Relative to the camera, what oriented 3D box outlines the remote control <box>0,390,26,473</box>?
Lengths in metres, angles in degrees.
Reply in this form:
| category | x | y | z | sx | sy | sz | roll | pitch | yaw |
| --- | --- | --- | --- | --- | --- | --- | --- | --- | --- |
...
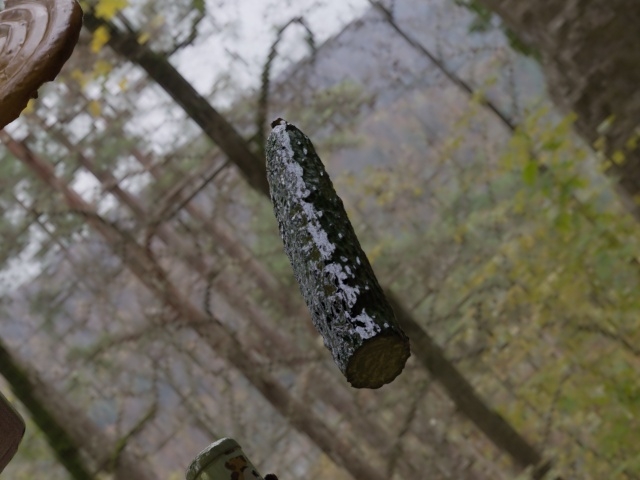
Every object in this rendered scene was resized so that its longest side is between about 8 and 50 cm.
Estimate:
| category | x | y | z | sx | sy | sz | roll | pitch | yaw |
| --- | --- | --- | --- | --- | --- | --- | --- | --- | --- |
| remote control | -0.179 | 0.059 | 0.566 | 0.067 | 0.029 | 0.261 | -53 | -18 | -18 |

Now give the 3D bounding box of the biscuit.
| category | x | y | z | sx | sy | sz | roll | pitch | yaw |
| --- | --- | --- | --- | --- | --- | --- | --- | --- | --- |
| biscuit | -0.298 | -0.175 | 1.342 | 0.144 | 0.033 | 0.224 | -8 | 48 | 37 |

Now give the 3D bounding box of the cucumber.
| category | x | y | z | sx | sy | sz | roll | pitch | yaw |
| --- | --- | --- | --- | --- | --- | --- | --- | --- | --- |
| cucumber | 0.000 | 0.000 | 1.171 | 0.067 | 0.293 | 0.068 | -13 | -44 | -12 |

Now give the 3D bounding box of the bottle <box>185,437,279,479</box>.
| category | x | y | z | sx | sy | sz | roll | pitch | yaw |
| --- | --- | --- | --- | --- | --- | --- | --- | --- | --- |
| bottle | -0.050 | 0.192 | 1.004 | 0.063 | 0.101 | 0.047 | -31 | -24 | -28 |
